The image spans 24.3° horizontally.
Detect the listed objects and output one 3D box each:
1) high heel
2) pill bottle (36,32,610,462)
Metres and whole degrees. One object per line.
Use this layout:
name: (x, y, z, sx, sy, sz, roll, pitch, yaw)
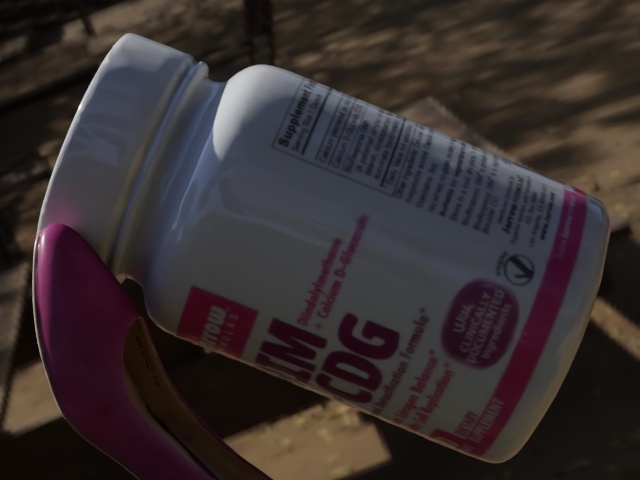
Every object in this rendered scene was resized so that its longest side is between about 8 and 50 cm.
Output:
high heel: (-0.059, 0.093, 0.753, 0.117, 0.244, 0.082, -20, 1, 15)
pill bottle: (0.000, 0.000, 0.820, 0.283, 0.160, 0.160, 22, 20, 0)
